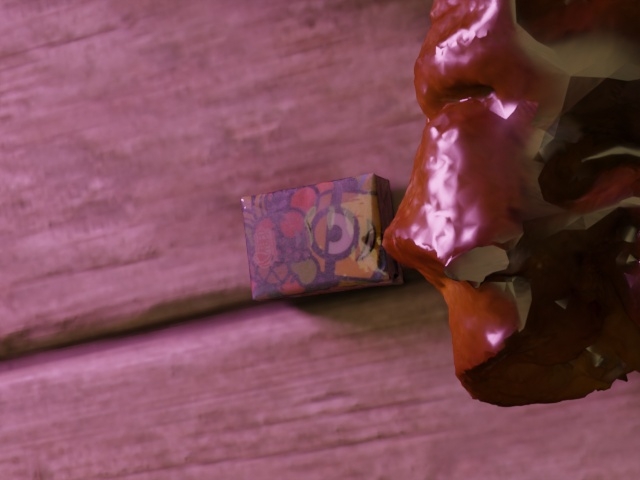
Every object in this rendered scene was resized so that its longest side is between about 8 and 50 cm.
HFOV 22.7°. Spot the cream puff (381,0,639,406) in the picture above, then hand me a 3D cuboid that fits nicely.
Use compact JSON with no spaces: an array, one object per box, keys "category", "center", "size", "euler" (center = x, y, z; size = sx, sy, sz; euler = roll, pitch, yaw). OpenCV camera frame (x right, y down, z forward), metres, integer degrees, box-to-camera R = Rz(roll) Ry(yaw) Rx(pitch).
[{"category":"cream puff","center":[0.148,-0.033,0.784],"size":[0.241,0.155,0.269],"euler":[28,96,8]}]

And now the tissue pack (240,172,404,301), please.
[{"category":"tissue pack","center":[0.000,0.000,0.896],"size":[0.083,0.035,0.063],"euler":[-10,85,18]}]
